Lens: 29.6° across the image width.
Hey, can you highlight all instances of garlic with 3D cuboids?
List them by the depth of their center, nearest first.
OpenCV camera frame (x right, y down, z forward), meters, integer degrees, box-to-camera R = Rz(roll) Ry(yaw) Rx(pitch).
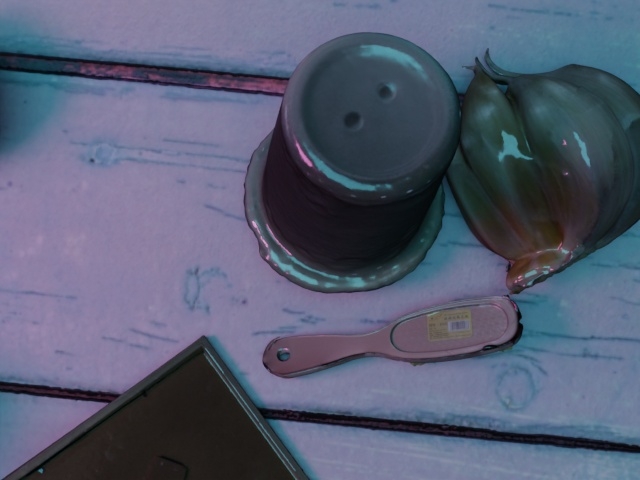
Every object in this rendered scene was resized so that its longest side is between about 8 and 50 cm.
[{"bbox_3d":[0.271,-0.092,1.414,0.237,0.210,0.292,-7,93,35],"label":"garlic"}]

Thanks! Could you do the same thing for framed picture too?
[{"bbox_3d":[-0.189,0.288,1.391,0.315,0.024,0.232,-35,87,-25],"label":"framed picture"}]

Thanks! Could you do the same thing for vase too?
[{"bbox_3d":[0.046,-0.087,1.304,0.245,0.291,0.245,2,75,-7],"label":"vase"}]

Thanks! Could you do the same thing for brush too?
[{"bbox_3d":[0.086,0.129,1.439,0.313,0.067,0.072,-10,57,9],"label":"brush"}]
